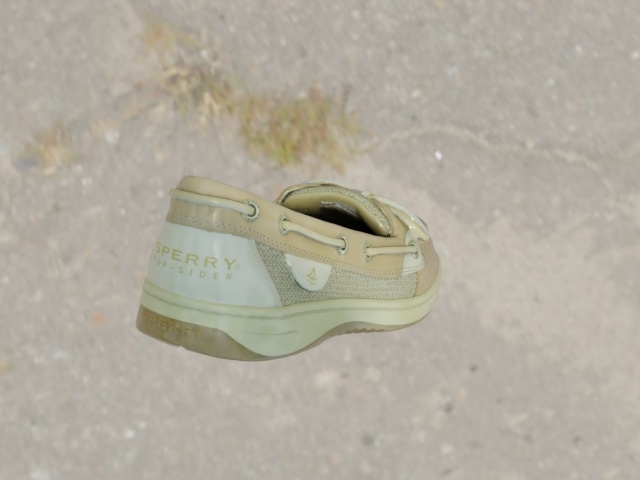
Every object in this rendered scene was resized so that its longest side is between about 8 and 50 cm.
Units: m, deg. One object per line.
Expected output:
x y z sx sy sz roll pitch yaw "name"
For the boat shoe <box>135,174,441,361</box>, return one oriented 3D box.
-0.002 0.000 0.483 0.153 0.056 0.048 -10 112 -60 "boat shoe"
